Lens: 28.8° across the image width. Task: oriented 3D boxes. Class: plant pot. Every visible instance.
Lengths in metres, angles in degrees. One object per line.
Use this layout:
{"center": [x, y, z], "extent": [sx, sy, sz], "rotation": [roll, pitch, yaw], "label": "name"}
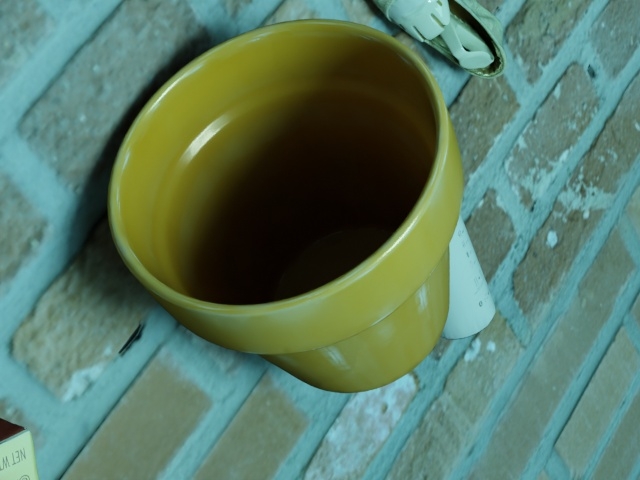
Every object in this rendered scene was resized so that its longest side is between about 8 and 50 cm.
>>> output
{"center": [0.000, 0.000, 0.782], "extent": [0.205, 0.205, 0.188], "rotation": [-59, 148, -20], "label": "plant pot"}

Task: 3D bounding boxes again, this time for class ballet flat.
{"center": [0.091, -0.165, 0.925], "extent": [0.168, 0.057, 0.052], "rotation": [19, 48, -47], "label": "ballet flat"}

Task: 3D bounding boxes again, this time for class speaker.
{"center": [0.092, 0.009, 0.967], "extent": [0.055, 0.055, 0.136], "rotation": [-46, 128, -30], "label": "speaker"}

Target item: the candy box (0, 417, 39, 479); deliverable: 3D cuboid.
{"center": [-0.227, 0.264, 0.656], "extent": [0.183, 0.088, 0.316], "rotation": [-20, 112, -43], "label": "candy box"}
